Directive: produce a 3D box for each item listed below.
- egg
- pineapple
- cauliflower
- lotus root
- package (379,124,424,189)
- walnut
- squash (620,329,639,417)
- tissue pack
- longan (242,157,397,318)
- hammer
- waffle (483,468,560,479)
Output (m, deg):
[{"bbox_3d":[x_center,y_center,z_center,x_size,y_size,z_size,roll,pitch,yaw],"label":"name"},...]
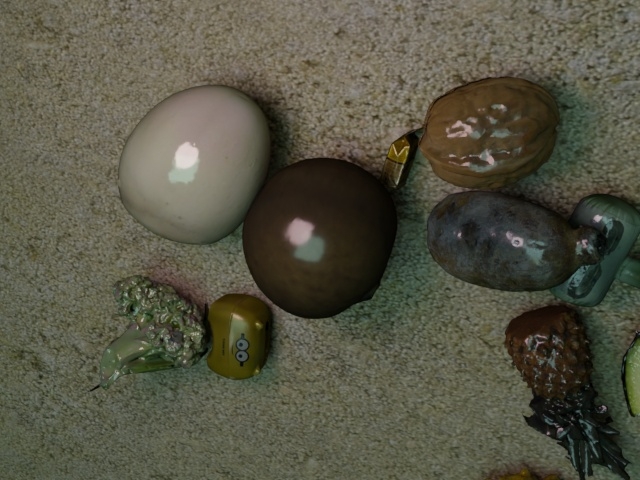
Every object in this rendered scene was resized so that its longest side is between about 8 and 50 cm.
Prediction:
[{"bbox_3d":[-0.240,-0.151,1.577,0.283,0.283,0.345,40,120,6],"label":"egg"},{"bbox_3d":[0.463,0.306,1.518,0.166,0.165,0.364,-16,103,26],"label":"pineapple"},{"bbox_3d":[-0.381,0.219,1.764,0.256,0.315,0.239,30,136,27],"label":"cauliflower"},{"bbox_3d":[0.324,0.003,1.413,0.349,0.175,0.175,12,113,46],"label":"lotus root"},{"bbox_3d":[0.156,-0.165,1.532,0.047,0.071,0.131,26,116,16],"label":"package"},{"bbox_3d":[0.292,-0.185,1.407,0.245,0.198,0.198,-8,104,14],"label":"walnut"},{"bbox_3d":[0.643,0.220,1.453,0.192,0.085,0.184,-6,101,23],"label":"squash"},{"bbox_3d":[-0.172,0.211,1.757,0.127,0.123,0.178,12,110,18],"label":"tissue pack"},{"bbox_3d":[0.000,0.000,1.521,0.319,0.319,0.319,7,109,20],"label":"longan"},{"bbox_3d":[0.581,0.061,1.420,0.336,0.119,0.206,24,115,6],"label":"hammer"},{"bbox_3d":[0.411,0.625,1.648,0.261,0.151,0.324,28,114,8],"label":"waffle"}]
